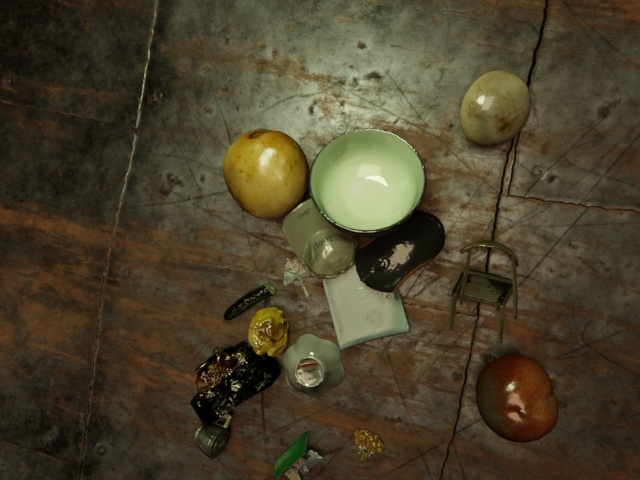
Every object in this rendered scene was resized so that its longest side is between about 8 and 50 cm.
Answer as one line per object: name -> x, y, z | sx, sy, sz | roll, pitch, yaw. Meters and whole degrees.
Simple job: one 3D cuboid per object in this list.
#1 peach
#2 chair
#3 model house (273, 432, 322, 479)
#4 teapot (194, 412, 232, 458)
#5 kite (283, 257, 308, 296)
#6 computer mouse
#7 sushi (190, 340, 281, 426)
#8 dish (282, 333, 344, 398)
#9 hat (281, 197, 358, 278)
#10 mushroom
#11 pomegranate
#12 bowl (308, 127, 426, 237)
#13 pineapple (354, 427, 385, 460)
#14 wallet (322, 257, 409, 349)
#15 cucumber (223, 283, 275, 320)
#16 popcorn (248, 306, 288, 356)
peach -> 0.588, 0.478, 1.398 | 0.252, 0.252, 0.253 | 0, 91, 11
chair -> 0.513, 0.152, 1.449 | 0.187, 0.166, 0.272 | 13, 51, 11
model house -> -0.074, 0.768, 1.602 | 0.088, 0.117, 0.167 | 43, 97, -10
teapot -> -0.390, 0.686, 1.651 | 0.108, 0.111, 0.149 | 18, 100, 24
kite -> -0.074, 0.125, 1.628 | 0.137, 0.005, 0.153 | -36, 86, 10
computer mouse -> 0.256, 0.031, 1.492 | 0.323, 0.116, 0.183 | -39, 77, 0
sushi -> -0.311, 0.468, 1.597 | 0.227, 0.215, 0.213 | -40, 79, 30
dish -> -0.032, 0.441, 1.589 | 0.229, 0.081, 0.230 | 0, 91, 11
hat -> 0.000, 0.000, 1.511 | 0.214, 0.149, 0.245 | -39, 129, 3
mushroom -> 0.527, -0.402, 1.422 | 0.226, 0.178, 0.227 | -7, 110, -20
pomegranate -> -0.173, -0.220, 1.496 | 0.306, 0.307, 0.308 | 0, 91, 11
bowl -> 0.149, -0.154, 1.462 | 0.353, 0.185, 0.354 | -3, 70, 7
pineapple -> 0.149, 0.700, 1.558 | 0.114, 0.114, 0.077 | 33, 115, 12
wallet -> 0.146, 0.199, 1.566 | 0.251, 0.054, 0.291 | -14, 82, 5
cucumber -> -0.261, 0.221, 1.644 | 0.214, 0.052, 0.058 | -32, 121, 12
popcorn -> -0.177, 0.315, 1.589 | 0.148, 0.152, 0.167 | -9, 86, -30
